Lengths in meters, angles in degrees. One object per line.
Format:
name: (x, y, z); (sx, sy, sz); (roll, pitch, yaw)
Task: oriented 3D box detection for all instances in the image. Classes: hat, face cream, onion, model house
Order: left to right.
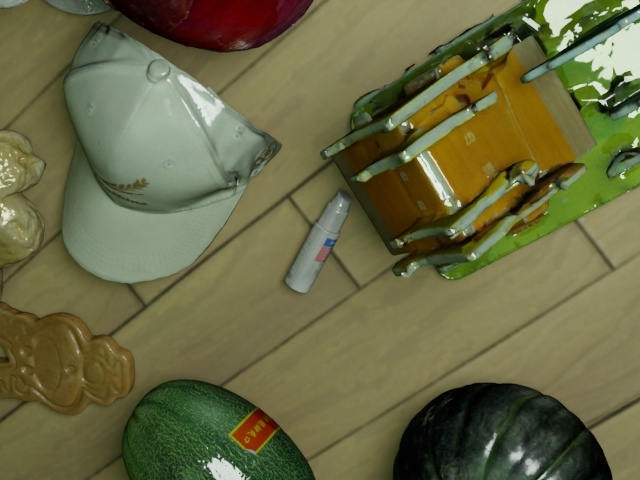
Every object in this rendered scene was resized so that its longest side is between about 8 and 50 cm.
hat: (-0.217, -0.083, 1.053); (0.258, 0.168, 0.301); (32, 112, 6)
onion: (-0.120, -0.312, 0.905); (0.276, 0.276, 0.276); (5, 107, 15)
face cream: (0.000, 0.000, 1.084); (0.034, 0.034, 0.130); (30, 111, 6)
model house: (0.190, -0.086, 0.857); (0.358, 0.313, 0.242); (-28, 99, 21)

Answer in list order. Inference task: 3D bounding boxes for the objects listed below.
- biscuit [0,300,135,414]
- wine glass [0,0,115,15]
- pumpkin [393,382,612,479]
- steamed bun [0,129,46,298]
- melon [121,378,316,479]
biscuit: (-0.361, 0.163, 1.242); (0.236, 0.040, 0.144); (9, 113, 16)
wine glass: (-0.296, -0.321, 0.992); (0.165, 0.196, 0.165); (5, 106, 17)
pumpkin: (0.205, 0.268, 1.015); (0.250, 0.216, 0.250); (28, 129, 41)
steamed bun: (-0.497, -0.035, 1.169); (0.295, 0.137, 0.292); (-8, 105, 17)
melon: (-0.113, 0.291, 1.124); (0.288, 0.182, 0.182); (44, 113, 3)
